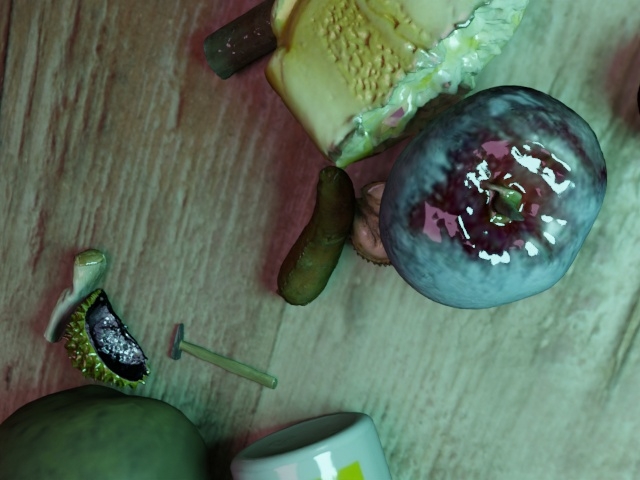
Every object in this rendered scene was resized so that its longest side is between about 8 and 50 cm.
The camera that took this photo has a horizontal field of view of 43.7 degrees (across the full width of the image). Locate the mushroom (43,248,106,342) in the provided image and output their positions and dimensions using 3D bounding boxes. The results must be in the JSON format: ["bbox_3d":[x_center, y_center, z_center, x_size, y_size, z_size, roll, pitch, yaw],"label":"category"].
[{"bbox_3d":[-0.427,0.097,1.375,0.054,0.059,0.202,42,116,21],"label":"mushroom"}]

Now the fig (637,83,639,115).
[{"bbox_3d":[0.397,-0.149,0.829,0.148,0.202,0.149,67,156,20],"label":"fig"}]

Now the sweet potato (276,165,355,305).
[{"bbox_3d":[0.000,0.000,1.074,0.075,0.075,0.273,44,141,17],"label":"sweet potato"}]

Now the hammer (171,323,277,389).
[{"bbox_3d":[-0.153,0.189,1.262,0.198,0.013,0.062,17,105,26],"label":"hammer"}]

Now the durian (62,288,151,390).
[{"bbox_3d":[-0.380,0.189,1.327,0.108,0.119,0.187,-38,80,24],"label":"durian"}]

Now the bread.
[{"bbox_3d":[0.084,-0.253,0.969,0.315,0.211,0.270,-45,66,22],"label":"bread"}]

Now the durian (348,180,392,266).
[{"bbox_3d":[0.104,-0.016,1.057,0.140,0.071,0.110,33,110,39],"label":"durian"}]

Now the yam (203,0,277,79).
[{"bbox_3d":[-0.087,-0.295,1.128,0.169,0.068,0.068,-24,85,29],"label":"yam"}]

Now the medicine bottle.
[{"bbox_3d":[0.022,0.427,1.087,0.208,0.208,0.340,-19,87,30],"label":"medicine bottle"}]

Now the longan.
[{"bbox_3d":[-0.354,0.400,1.220,0.404,0.405,0.336,-8,136,29],"label":"longan"}]

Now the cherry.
[{"bbox_3d":[0.186,-0.044,0.884,0.218,0.296,0.255,37,94,5],"label":"cherry"}]
